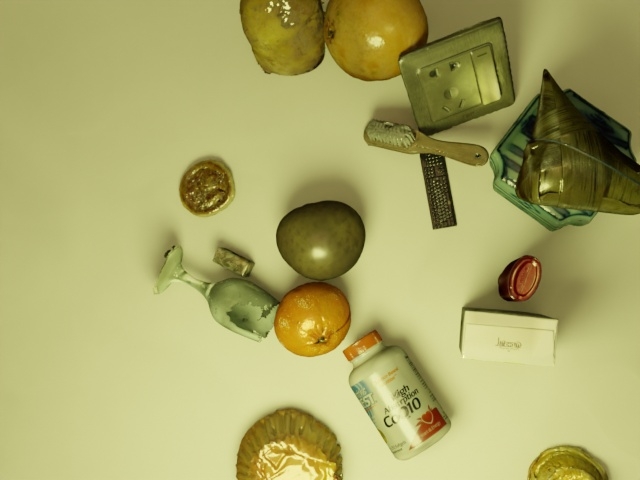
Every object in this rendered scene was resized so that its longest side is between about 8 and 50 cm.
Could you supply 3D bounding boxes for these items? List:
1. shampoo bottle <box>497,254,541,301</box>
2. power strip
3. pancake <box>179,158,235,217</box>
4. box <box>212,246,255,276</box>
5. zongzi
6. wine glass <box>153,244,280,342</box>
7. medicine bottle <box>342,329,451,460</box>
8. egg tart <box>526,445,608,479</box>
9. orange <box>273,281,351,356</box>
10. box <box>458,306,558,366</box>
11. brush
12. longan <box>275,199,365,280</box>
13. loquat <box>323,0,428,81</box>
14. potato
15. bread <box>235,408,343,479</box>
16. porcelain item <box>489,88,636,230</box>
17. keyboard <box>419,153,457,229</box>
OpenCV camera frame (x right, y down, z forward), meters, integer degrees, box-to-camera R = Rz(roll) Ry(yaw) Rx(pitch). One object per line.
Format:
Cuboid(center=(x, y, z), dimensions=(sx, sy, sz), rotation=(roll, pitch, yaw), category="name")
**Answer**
Cuboid(center=(0.445, 0.090, 1.606), dimensions=(0.064, 0.260, 0.102), rotation=(19, 89, 10), category="shampoo bottle")
Cuboid(center=(0.329, -0.397, 1.711), dimensions=(0.251, 0.257, 0.092), rotation=(-15, 45, 11), category="power strip")
Cuboid(center=(-0.299, -0.138, 1.868), dimensions=(0.158, 0.028, 0.158), rotation=(-1, 87, 10), category="pancake")
Cuboid(center=(-0.222, 0.056, 1.819), dimensions=(0.098, 0.062, 0.045), rotation=(27, 92, 9), category="box")
Cuboid(center=(0.582, -0.212, 1.522), dimensions=(0.286, 0.138, 0.300), rotation=(6, 86, 5), category="zongzi")
Cuboid(center=(-0.256, 0.136, 1.781), dimensions=(0.321, 0.143, 0.143), rotation=(24, 89, 9), category="wine glass")
Cuboid(center=(0.169, 0.357, 1.678), dimensions=(0.157, 0.157, 0.289), rotation=(-34, 80, 5), category="medicine bottle")
Cuboid(center=(0.572, 0.570, 1.636), dimensions=(0.191, 0.074, 0.191), rotation=(-1, 85, 12), category="egg tart")
Cuboid(center=(-0.016, 0.193, 1.706), dimensions=(0.193, 0.193, 0.161), rotation=(-43, 47, 3), category="orange")
Cuboid(center=(0.415, 0.211, 1.601), dimensions=(0.194, 0.260, 0.111), rotation=(4, 89, 11), category="box")
Cuboid(center=(0.249, -0.242, 1.733), dimensions=(0.327, 0.065, 0.070), rotation=(18, 83, 24), category="brush")
Cuboid(center=(0.000, 0.000, 1.724), dimensions=(0.220, 0.196, 0.197), rotation=(-1, 84, 4), category="longan")
Cuboid(center=(0.134, -0.521, 1.718), dimensions=(0.262, 0.263, 0.263), rotation=(-1, 84, 9), category="loquat")
Cuboid(center=(-0.094, -0.559, 1.760), dimensions=(0.229, 0.266, 0.229), rotation=(-2, 81, 10), category="potato")
Cuboid(center=(-0.076, 0.546, 1.707), dimensions=(0.274, 0.149, 0.274), rotation=(0, 83, 3), category="bread")
Cuboid(center=(0.564, -0.188, 1.669), dimensions=(0.281, 0.157, 0.286), rotation=(40, 91, 12), category="porcelain item")
Cuboid(center=(0.294, -0.128, 1.779), dimensions=(0.063, 0.010, 0.198), rotation=(-10, 83, 6), category="keyboard")
